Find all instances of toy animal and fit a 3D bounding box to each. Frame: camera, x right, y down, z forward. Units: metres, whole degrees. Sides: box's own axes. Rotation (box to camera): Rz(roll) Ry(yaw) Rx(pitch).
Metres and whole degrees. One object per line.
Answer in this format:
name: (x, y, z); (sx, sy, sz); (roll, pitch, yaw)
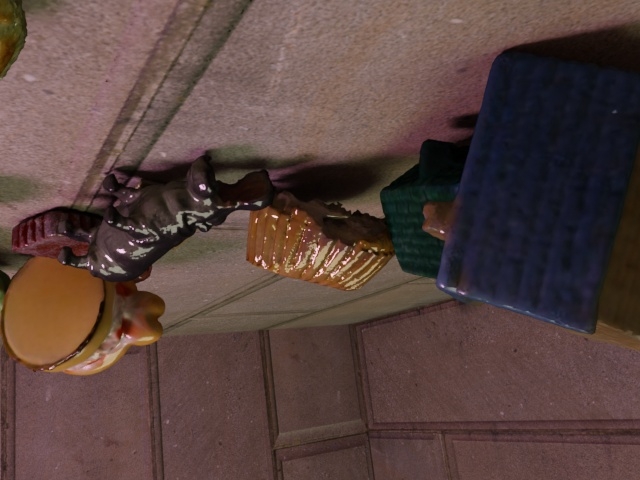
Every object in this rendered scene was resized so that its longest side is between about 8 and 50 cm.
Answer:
toy animal: (-0.246, -0.037, 0.879); (0.343, 0.106, 0.168); (-24, 147, 18)

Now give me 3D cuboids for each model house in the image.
model house: (0.271, -0.058, 0.776); (0.342, 0.335, 0.382); (18, 174, -18)

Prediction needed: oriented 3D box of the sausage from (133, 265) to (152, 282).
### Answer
sausage: (-0.443, 0.068, 1.330); (0.076, 0.076, 0.141); (6, 160, -44)

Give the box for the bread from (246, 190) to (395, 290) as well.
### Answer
bread: (0.000, 0.000, 1.002); (0.274, 0.149, 0.274); (15, -174, -2)

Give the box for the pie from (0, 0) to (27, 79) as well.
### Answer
pie: (-0.334, -0.170, 0.389); (0.248, 0.090, 0.201); (3, 152, -38)

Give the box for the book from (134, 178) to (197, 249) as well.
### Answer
book: (-0.281, -0.038, 1.005); (0.168, 0.013, 0.192); (7, 145, -45)

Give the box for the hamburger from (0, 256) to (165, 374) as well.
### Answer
hamburger: (-0.488, 0.150, 1.209); (0.302, 0.261, 0.186); (-15, 156, 19)

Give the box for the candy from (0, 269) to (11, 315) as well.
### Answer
candy: (-0.712, 0.081, 1.126); (0.132, 0.142, 0.343); (-20, 173, -17)

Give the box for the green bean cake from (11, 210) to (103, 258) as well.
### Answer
green bean cake: (-0.462, -0.009, 1.035); (0.135, 0.056, 0.135); (-13, 165, 27)
